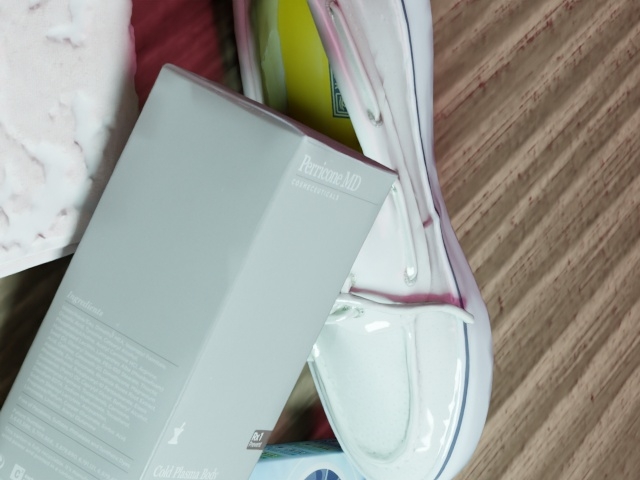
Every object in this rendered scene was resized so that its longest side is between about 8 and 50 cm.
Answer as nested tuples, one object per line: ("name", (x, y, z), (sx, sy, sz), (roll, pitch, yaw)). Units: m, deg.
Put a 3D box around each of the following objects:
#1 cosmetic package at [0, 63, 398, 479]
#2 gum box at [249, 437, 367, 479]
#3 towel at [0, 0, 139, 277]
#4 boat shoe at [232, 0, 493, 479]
("cosmetic package", (-0.068, 0.039, 1.044), (0.238, 0.107, 0.127), (-63, 155, 7))
("gum box", (-0.023, 0.210, 1.271), (0.184, 0.041, 0.157), (4, 95, -58))
("towel", (-0.196, -0.129, 0.918), (0.317, 0.053, 0.332), (-25, 119, -52))
("boat shoe", (0.007, -0.001, 1.180), (0.156, 0.136, 0.367), (-28, 118, -51))
